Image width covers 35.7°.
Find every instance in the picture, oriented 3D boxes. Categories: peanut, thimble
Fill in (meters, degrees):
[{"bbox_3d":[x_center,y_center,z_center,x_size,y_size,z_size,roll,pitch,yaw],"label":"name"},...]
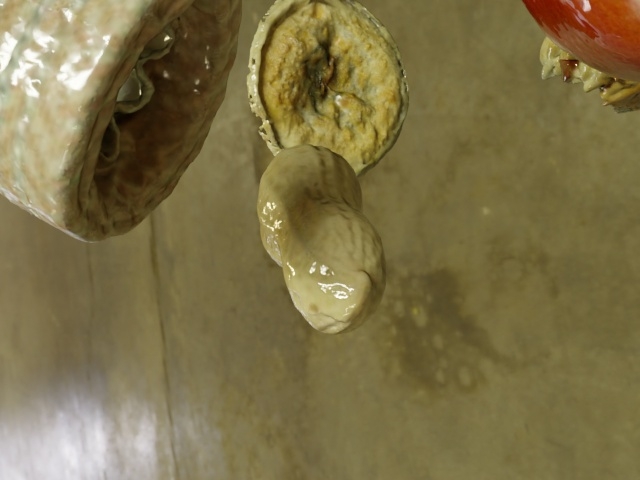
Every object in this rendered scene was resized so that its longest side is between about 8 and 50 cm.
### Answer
[{"bbox_3d":[0.000,0.000,1.031,0.256,0.123,0.123,-107,28,-48],"label":"peanut"},{"bbox_3d":[-0.169,-0.125,0.720,0.148,0.196,0.229,28,119,14],"label":"thimble"}]

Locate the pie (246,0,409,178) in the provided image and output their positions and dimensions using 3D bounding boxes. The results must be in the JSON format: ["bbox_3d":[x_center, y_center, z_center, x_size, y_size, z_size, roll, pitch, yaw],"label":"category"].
[{"bbox_3d":[0.013,-0.204,1.316,0.055,0.274,0.274,-7,90,50],"label":"pie"}]

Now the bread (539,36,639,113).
[{"bbox_3d":[0.414,-0.206,1.031,0.314,0.370,0.191,119,151,-82],"label":"bread"}]

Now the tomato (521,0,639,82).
[{"bbox_3d":[0.219,-0.228,0.513,0.226,0.298,0.298,56,147,1],"label":"tomato"}]
